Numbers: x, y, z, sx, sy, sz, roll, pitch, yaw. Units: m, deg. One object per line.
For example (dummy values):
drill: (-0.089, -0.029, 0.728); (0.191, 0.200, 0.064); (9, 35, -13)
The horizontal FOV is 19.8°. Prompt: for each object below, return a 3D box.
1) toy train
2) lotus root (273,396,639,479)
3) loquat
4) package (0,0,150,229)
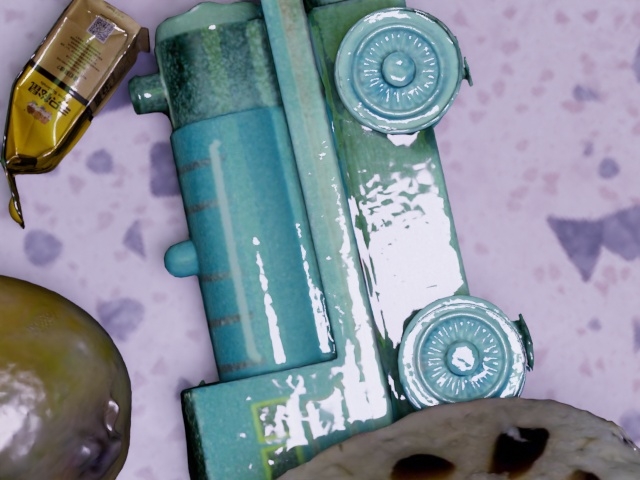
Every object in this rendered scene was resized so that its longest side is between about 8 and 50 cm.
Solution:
toy train: (0.000, 0.000, 1.002); (0.194, 0.120, 0.298); (-12, 88, 0)
lotus root: (0.070, 0.273, 0.909); (0.250, 0.250, 0.346); (5, 118, -4)
loquat: (-0.193, 0.090, 0.969); (0.195, 0.152, 0.152); (8, 86, 15)
package: (-0.147, -0.073, 1.016); (0.047, 0.071, 0.131); (34, 86, -3)
